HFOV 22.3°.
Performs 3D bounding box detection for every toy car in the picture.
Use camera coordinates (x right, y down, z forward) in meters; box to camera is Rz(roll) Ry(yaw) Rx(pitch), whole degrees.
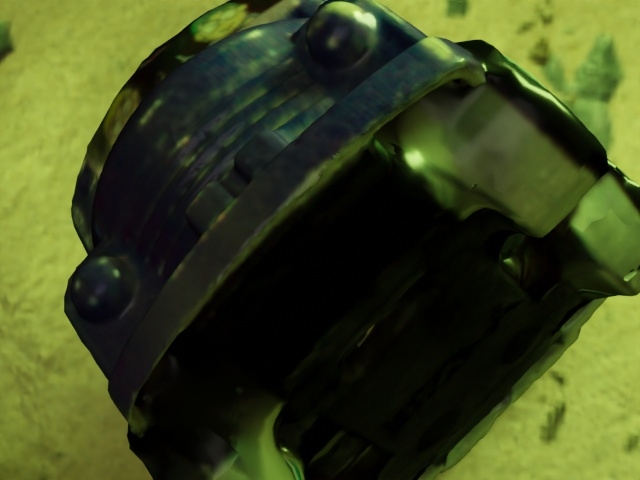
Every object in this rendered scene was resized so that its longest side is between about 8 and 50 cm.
[{"bbox_3d":[0.000,0.000,0.547,0.172,0.235,0.158,-47,64,2],"label":"toy car"}]
